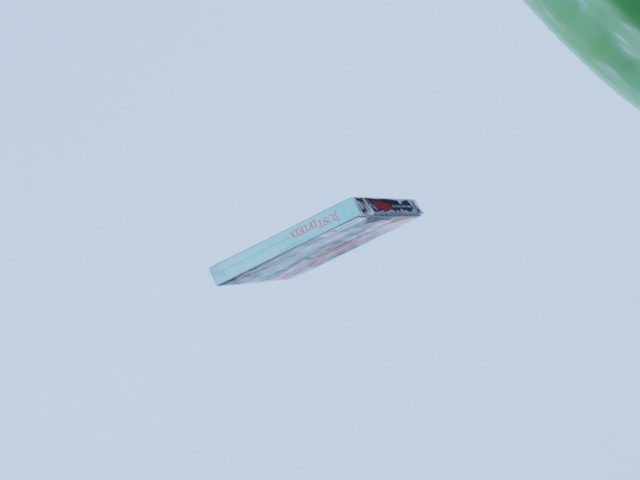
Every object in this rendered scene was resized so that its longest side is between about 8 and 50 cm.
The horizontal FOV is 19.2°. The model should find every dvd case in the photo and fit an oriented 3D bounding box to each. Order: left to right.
[{"bbox_3d":[0.000,0.000,1.003,0.087,0.013,0.119,-26,-6,17],"label":"dvd case"}]

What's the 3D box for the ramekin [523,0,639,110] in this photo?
[{"bbox_3d":[0.211,-0.224,1.255,0.148,0.303,0.303,-42,-48,-2],"label":"ramekin"}]
